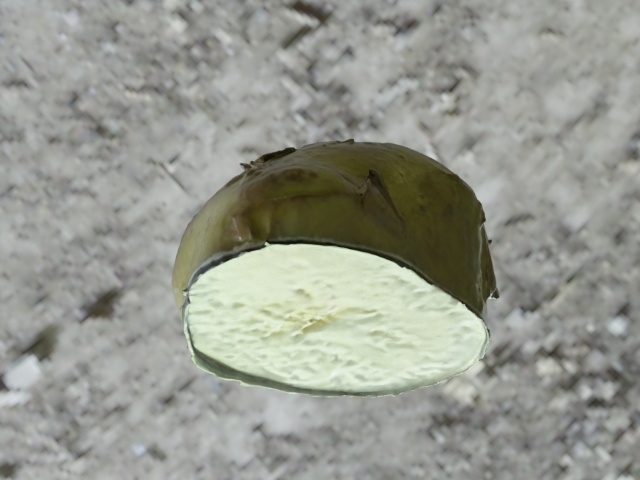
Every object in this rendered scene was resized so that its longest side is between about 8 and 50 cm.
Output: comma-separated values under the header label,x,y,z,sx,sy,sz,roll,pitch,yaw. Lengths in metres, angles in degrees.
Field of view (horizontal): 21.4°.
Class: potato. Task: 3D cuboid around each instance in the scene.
label,x,y,z,sx,sy,sz,roll,pitch,yaw
potato,0.000,0.000,1.460,0.246,0.196,0.300,-28,144,29
